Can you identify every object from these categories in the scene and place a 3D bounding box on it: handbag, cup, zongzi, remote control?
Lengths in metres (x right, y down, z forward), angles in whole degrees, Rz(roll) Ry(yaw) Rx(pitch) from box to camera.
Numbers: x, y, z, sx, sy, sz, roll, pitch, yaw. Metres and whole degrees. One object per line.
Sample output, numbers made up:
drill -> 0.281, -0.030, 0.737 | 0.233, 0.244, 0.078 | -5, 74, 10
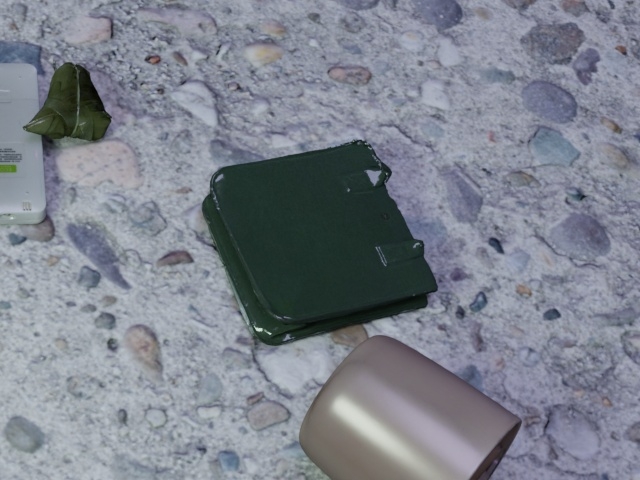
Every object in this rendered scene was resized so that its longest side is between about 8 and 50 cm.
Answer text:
handbag -> 0.000, -0.001, 1.933 | 0.260, 0.079, 0.247 | -13, 61, -24
cup -> 0.111, 0.221, 1.755 | 0.200, 0.191, 0.253 | 36, 26, 16
zongzi -> -0.360, -0.200, 1.982 | 0.130, 0.062, 0.154 | -4, 54, -39
remote control -> -0.414, -0.130, 1.950 | 0.103, 0.034, 0.250 | -2, 56, -15
